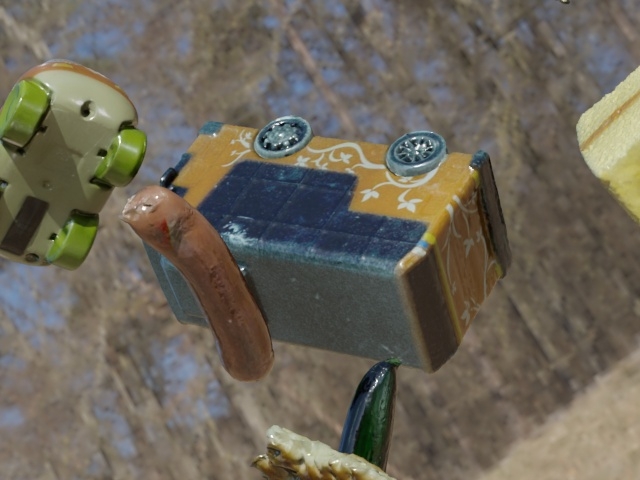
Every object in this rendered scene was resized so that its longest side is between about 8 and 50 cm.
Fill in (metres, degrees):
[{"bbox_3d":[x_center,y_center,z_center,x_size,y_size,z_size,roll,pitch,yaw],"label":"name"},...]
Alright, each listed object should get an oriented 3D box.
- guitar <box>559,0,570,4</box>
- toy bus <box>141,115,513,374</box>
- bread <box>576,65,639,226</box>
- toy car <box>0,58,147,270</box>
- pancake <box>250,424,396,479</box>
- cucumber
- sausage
[{"bbox_3d":[0.151,-0.278,1.370,0.233,0.088,0.025,30,-51,-32],"label":"guitar"},{"bbox_3d":[0.000,0.000,1.466,0.194,0.323,0.162,-57,-38,-37],"label":"toy bus"},{"bbox_3d":[0.399,-0.087,1.722,0.135,0.178,0.240,-42,10,16],"label":"bread"},{"bbox_3d":[-0.291,-0.106,1.602,0.145,0.235,0.235,23,-48,-24],"label":"toy car"},{"bbox_3d":[0.046,0.201,0.788,0.057,0.244,0.266,-46,-5,-33],"label":"pancake"},{"bbox_3d":[0.021,0.163,0.942,0.033,0.184,0.036,10,-2,-37],"label":"cucumber"},{"bbox_3d":[-0.073,0.030,0.991,0.047,0.040,0.177,-13,-47,15],"label":"sausage"}]
